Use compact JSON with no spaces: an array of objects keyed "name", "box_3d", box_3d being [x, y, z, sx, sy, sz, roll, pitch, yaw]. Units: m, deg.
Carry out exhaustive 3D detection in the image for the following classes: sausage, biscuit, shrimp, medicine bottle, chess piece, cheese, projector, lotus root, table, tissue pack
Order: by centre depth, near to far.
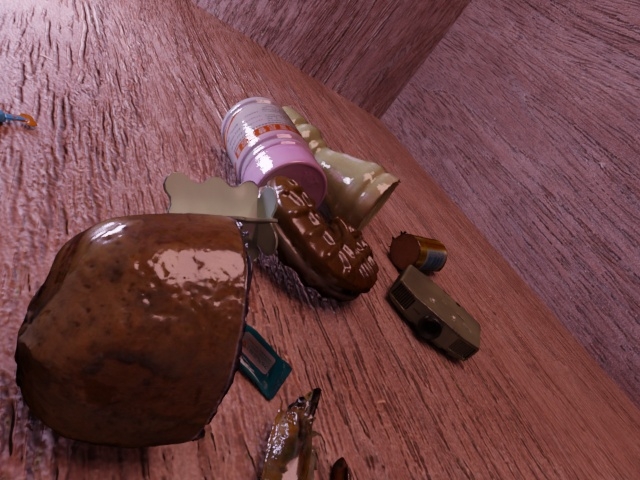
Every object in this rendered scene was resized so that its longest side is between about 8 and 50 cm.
[{"name":"lotus root","box_3d":[-0.211,0.081,0.460,0.192,0.272,0.272,11,36,-29]},{"name":"shrimp","box_3d":[-0.006,0.324,0.551,0.173,0.058,0.253,43,28,-12]},{"name":"tissue pack","box_3d":[-0.110,0.184,0.667,0.138,0.028,0.085,45,29,1]},{"name":"cheese","box_3d":[-0.563,-0.220,0.725,0.047,0.017,0.111,52,28,18]},{"name":"table","box_3d":[-0.198,-0.038,0.774,0.198,0.166,0.166,0,45,-42]},{"name":"biscuit","box_3d":[0.011,0.016,0.950,0.366,0.115,0.268,29,29,-46]},{"name":"medicine bottle","box_3d":[-0.129,-0.215,1.085,0.202,0.202,0.316,14,35,-42]},{"name":"projector","box_3d":[0.308,0.202,1.125,0.269,0.088,0.193,42,27,7]},{"name":"chess piece","box_3d":[0.013,-0.235,1.316,0.442,0.234,0.234,40,25,11]},{"name":"sausage","box_3d":[0.357,0.044,1.419,0.317,0.117,0.125,8,55,-51]}]
